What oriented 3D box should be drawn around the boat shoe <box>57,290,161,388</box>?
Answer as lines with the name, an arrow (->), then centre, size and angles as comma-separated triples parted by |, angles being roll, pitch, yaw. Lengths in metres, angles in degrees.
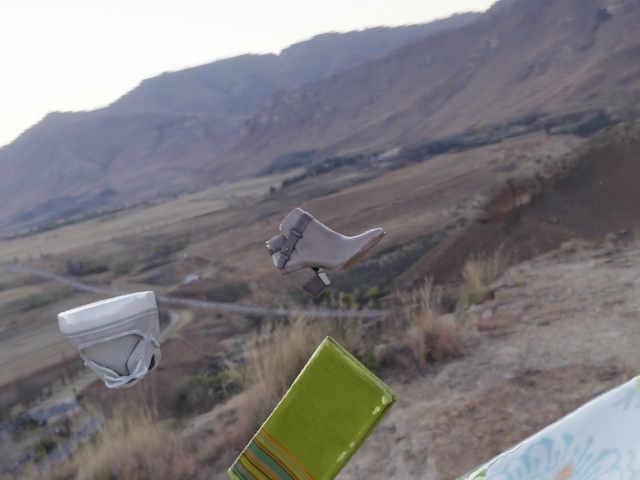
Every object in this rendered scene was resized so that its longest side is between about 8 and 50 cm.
boat shoe -> -0.149, 0.078, 0.576 | 0.066, 0.063, 0.184 | -14, -8, -14

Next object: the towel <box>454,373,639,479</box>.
towel -> 0.201, 0.138, 0.352 | 0.374, 0.090, 0.320 | -34, 6, 17

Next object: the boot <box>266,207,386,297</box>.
boot -> 0.000, 0.000, 0.827 | 0.118, 0.087, 0.042 | -41, -13, 9

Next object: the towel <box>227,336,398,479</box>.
towel -> -0.016, 0.222, 0.863 | 0.237, 0.102, 0.021 | -57, -13, 26
